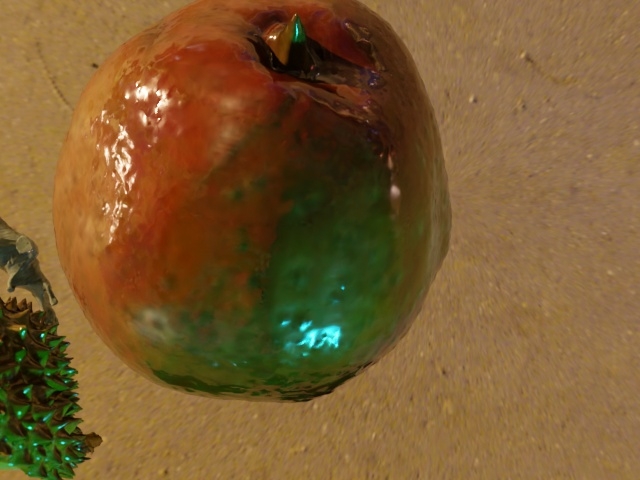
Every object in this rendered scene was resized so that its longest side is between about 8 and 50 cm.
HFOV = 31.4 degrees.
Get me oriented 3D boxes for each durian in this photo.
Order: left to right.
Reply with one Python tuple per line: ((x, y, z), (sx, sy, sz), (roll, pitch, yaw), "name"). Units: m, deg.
((-0.203, 0.104, 0.780), (0.102, 0.208, 0.146), (-44, 48, -4), "durian")

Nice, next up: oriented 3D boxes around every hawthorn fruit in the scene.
((-0.056, -0.058, 1.065), (0.403, 0.403, 0.403), (0, 92, 6), "hawthorn fruit")

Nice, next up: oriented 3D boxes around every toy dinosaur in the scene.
((-0.447, -0.023, 1.570), (0.076, 0.129, 0.383), (-27, 98, -21), "toy dinosaur")
